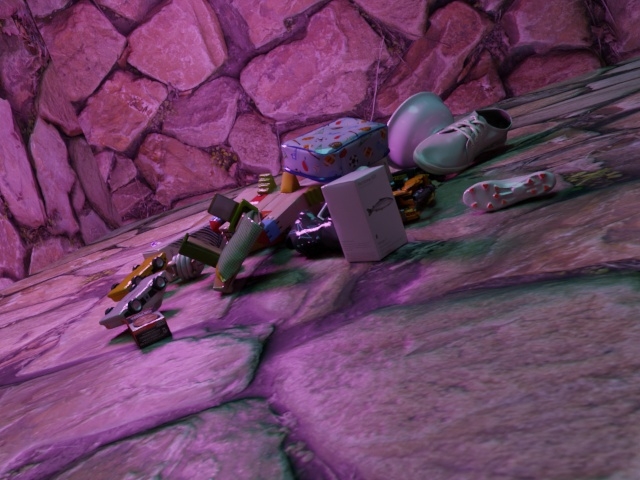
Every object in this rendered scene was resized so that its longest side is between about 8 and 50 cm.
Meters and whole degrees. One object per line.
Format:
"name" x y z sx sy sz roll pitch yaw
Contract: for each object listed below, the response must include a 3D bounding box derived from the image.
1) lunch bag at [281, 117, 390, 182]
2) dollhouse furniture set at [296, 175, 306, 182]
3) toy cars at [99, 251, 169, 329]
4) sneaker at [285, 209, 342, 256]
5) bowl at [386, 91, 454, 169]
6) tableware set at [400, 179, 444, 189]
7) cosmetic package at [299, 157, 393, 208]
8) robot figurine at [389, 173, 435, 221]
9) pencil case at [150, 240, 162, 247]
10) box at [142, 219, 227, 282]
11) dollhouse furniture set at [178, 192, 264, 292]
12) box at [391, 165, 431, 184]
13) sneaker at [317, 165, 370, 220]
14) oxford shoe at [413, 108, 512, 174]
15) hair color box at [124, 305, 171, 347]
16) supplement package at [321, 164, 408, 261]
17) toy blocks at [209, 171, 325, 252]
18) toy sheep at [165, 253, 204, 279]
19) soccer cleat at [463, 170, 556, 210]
"lunch bag" 0.046 -0.276 1.741 0.303 0.114 0.243 -28 31 -34
"dollhouse furniture set" -0.007 -0.266 2.338 0.304 0.173 0.355 -17 12 12
"toy cars" -0.455 0.138 1.500 0.177 0.087 0.394 -33 18 -6
"sneaker" 0.000 0.000 1.432 0.106 0.101 0.267 -52 27 -10
"bowl" 0.367 -0.350 2.025 0.298 0.297 0.134 -25 46 -24
"tableware set" 0.283 -0.149 1.750 0.169 0.020 0.141 -8 16 42
"cosmetic package" 0.070 -0.157 1.856 0.296 0.129 0.153 -10 17 34
"robot figurine" 0.208 -0.105 1.525 0.211 0.085 0.291 -15 12 20
"pencil case" -0.494 0.031 1.998 0.206 0.088 0.086 -9 18 37
"box" -0.407 0.029 1.826 0.094 0.113 0.275 -8 19 40
"dollhouse furniture set" -0.254 -0.011 1.472 0.197 0.151 0.301 -63 13 7
"box" 0.274 -0.212 1.926 0.184 0.045 0.191 -7 9 37
"sneaker" 0.073 -0.114 1.593 0.237 0.085 0.086 -54 -18 -19
"oxford shoe" 0.465 -0.331 1.888 0.450 0.169 0.130 -26 -30 -34
"hair color box" -0.373 0.184 1.259 0.072 0.043 0.141 -24 14 -23
"supplement package" 0.096 -0.056 1.258 0.105 0.179 0.105 -30 16 -38
"toy blocks" -0.187 -0.057 1.773 0.382 0.190 0.261 2 36 41
"toy sheep" -0.376 0.071 1.663 0.132 0.091 0.091 -4 13 1
"soccer cleat" 0.414 -0.107 1.284 0.196 0.068 0.076 -12 -1 25
